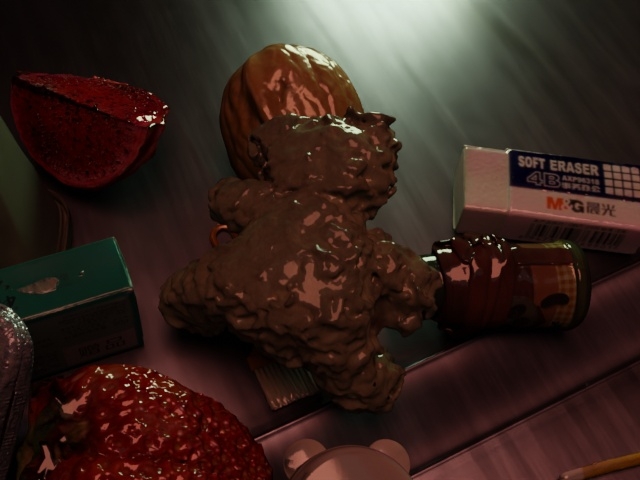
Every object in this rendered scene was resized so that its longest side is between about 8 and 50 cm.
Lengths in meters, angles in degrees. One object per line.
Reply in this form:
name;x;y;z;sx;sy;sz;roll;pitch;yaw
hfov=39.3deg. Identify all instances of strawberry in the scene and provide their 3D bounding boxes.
strawberry;-0.202;0.272;1.032;0.288;0.238;0.250;3;59;-19

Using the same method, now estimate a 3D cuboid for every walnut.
walnut;-0.041;-0.171;1.354;0.225;0.225;0.261;-17;66;-16

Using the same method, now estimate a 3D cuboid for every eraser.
eraser;0.355;-0.064;1.390;0.287;0.086;0.130;6;56;-1

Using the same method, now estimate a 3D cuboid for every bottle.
bottle;0.231;0.066;1.265;0.271;0.143;0.156;0;101;-9

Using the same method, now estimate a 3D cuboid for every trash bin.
trash bin;-0.480;-0.047;1.208;0.219;0.250;0.220;-4;57;0

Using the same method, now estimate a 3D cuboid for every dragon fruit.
dragon fruit;-0.354;-0.172;1.372;0.261;0.163;0.189;24;86;14

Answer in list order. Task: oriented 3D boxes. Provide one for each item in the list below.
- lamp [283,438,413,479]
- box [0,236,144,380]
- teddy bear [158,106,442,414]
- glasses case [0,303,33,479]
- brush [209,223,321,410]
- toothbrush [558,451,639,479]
lamp;0.036;0.360;1.065;0.179;0.108;0.246;1;63;-9
box;-0.365;0.103;1.173;0.244;0.153;0.092;-16;58;-16
teddy bear;0.000;0.000;1.185;0.357;0.224;0.368;22;70;14
glasses case;-0.400;0.208;1.049;0.109;0.282;0.067;30;20;37
brush;-0.091;0.095;1.287;0.090;0.017;0.314;-18;59;-16
toothbrush;0.451;0.286;1.204;0.288;0.021;0.024;-10;47;-12
